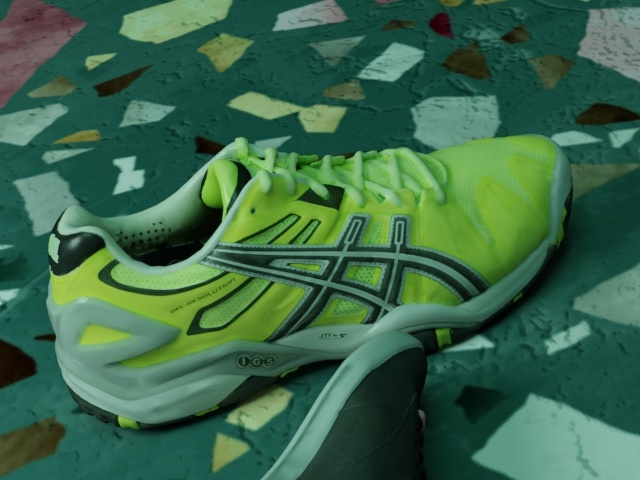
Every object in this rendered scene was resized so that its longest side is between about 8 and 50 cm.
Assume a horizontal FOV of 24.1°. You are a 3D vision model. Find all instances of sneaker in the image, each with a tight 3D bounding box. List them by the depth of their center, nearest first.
[{"bbox_3d":[0.043,0.161,0.852,0.147,0.104,0.296,24,32,11],"label":"sneaker"},{"bbox_3d":[0.000,0.000,1.022,0.385,0.147,0.145,-22,35,-13],"label":"sneaker"}]
